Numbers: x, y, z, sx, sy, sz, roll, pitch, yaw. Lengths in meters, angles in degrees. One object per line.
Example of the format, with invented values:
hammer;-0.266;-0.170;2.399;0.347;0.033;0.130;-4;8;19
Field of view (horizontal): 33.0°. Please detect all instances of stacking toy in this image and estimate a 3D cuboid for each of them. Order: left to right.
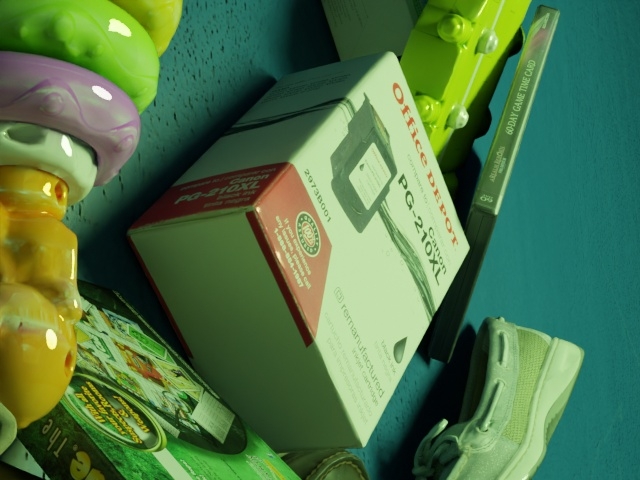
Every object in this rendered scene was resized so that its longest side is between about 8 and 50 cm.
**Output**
stacking toy;-0.122;-0.074;0.440;0.175;0.165;0.302;85;2;-71

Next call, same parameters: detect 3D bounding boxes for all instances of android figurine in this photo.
android figurine;0.119;-0.140;0.902;0.248;0.056;0.273;-69;166;11

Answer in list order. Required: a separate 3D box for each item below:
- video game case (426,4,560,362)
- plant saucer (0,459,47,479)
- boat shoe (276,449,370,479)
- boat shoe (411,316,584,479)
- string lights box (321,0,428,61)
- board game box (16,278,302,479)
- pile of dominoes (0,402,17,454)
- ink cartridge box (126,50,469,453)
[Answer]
video game case;0.154;-0.053;0.959;0.196;0.026;0.274;99;13;-48
plant saucer;-0.133;0.217;0.337;0.332;0.081;0.333;31;52;-24
boat shoe;-0.029;0.246;0.567;0.132;0.130;0.355;65;34;-24
boat shoe;0.133;0.168;0.906;0.320;0.103;0.118;-46;159;-50
string lights box;0.082;-0.254;0.962;0.259;0.076;0.133;-43;118;-55
board game box;-0.071;0.089;0.472;0.030;0.259;0.136;-55;144;5
pile of dominoes;-0.234;0.029;0.295;0.251;0.040;0.196;-26;93;-32
ink cartridge box;0.000;0.000;0.724;0.237;0.100;0.172;-53;126;-51
